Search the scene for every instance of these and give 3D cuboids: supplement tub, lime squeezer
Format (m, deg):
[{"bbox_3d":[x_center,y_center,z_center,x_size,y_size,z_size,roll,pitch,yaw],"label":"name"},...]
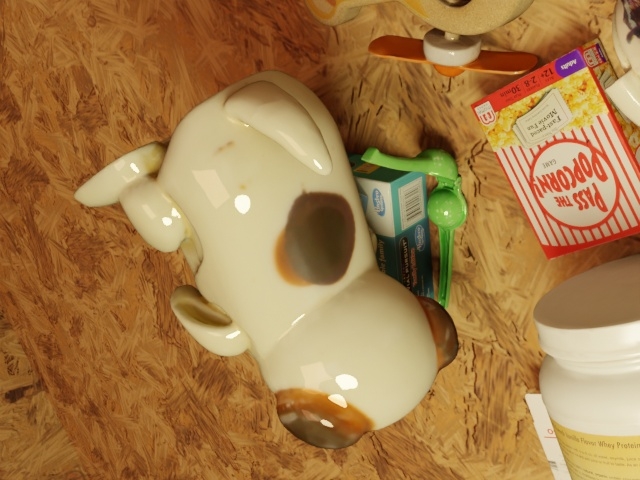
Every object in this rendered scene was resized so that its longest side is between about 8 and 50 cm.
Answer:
[{"bbox_3d":[0.345,0.184,0.794,0.228,0.228,0.316,-11,104,49],"label":"supplement tub"},{"bbox_3d":[0.138,-0.038,0.997,0.058,0.110,0.310,3,147,28],"label":"lime squeezer"}]

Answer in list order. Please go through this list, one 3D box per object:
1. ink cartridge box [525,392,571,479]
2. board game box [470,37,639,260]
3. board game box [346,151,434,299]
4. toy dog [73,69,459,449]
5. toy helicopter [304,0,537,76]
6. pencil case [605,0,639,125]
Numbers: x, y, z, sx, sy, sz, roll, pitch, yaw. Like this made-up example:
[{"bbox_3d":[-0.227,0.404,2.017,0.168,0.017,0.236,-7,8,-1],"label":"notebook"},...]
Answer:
[{"bbox_3d":[0.325,0.247,0.984,0.104,0.060,0.180,-12,103,50],"label":"ink cartridge box"},{"bbox_3d":[0.262,-0.089,0.868,0.146,0.045,0.193,-25,94,51],"label":"board game box"},{"bbox_3d":[0.000,0.000,1.175,0.336,0.079,0.254,15,122,41],"label":"board game box"},{"bbox_3d":[-0.015,0.024,0.946,0.395,0.284,0.408,-21,102,54],"label":"toy dog"},{"bbox_3d":[0.097,-0.277,0.904,0.355,0.140,0.235,9,127,56],"label":"toy helicopter"},{"bbox_3d":[0.400,-0.192,0.556,0.410,0.183,0.160,-23,95,51],"label":"pencil case"}]
